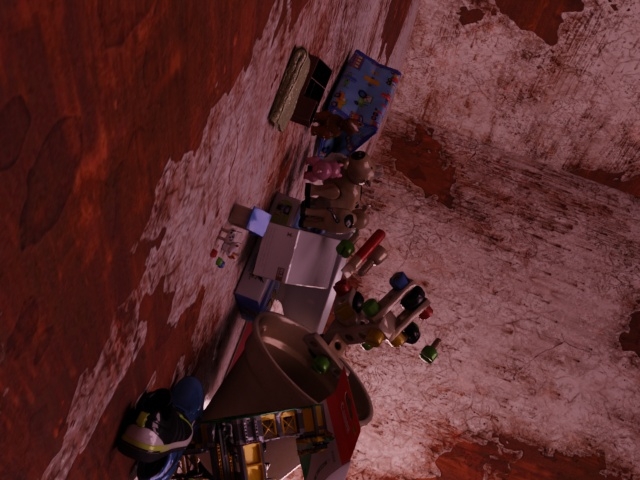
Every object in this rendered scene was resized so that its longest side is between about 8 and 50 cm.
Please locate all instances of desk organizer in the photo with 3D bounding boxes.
[{"bbox_3d":[-0.021,-0.287,1.822,0.047,0.050,0.130,84,26,-79],"label":"desk organizer"}]

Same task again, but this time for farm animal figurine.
[{"bbox_3d":[0.050,-0.113,2.132,0.326,0.172,0.330,96,1,-61],"label":"farm animal figurine"}]

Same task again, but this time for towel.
[{"bbox_3d":[-0.052,-0.270,1.702,0.110,0.027,0.148,21,90,-86],"label":"towel"}]

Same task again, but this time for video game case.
[{"bbox_3d":[-0.113,0.049,2.137,0.269,0.061,0.244,93,19,-74],"label":"video game case"}]

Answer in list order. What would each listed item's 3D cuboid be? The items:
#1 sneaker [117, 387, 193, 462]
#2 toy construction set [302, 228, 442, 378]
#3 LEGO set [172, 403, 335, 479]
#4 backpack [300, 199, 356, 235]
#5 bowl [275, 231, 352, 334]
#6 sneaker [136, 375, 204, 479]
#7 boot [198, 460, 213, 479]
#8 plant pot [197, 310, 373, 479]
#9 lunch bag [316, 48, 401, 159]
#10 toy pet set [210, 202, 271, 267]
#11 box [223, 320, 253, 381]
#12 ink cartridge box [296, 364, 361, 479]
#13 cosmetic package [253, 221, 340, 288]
[{"bbox_3d":[-0.247,0.283,1.511,0.235,0.084,0.097,-10,119,-84],"label":"sneaker"},{"bbox_3d":[0.076,0.158,1.993,0.237,0.258,0.308,-46,137,-34],"label":"toy construction set"},{"bbox_3d":[-0.135,0.421,1.761,0.255,0.331,0.192,2,77,-50],"label":"LEGO set"},{"bbox_3d":[0.000,0.000,2.495,0.117,0.173,0.158,-62,172,-58],"label":"backpack"},{"bbox_3d":[-0.027,0.103,2.344,0.298,0.134,0.297,18,90,-85],"label":"bowl"},{"bbox_3d":[-0.260,0.332,1.659,0.082,0.069,0.209,86,24,-68],"label":"sneaker"},{"bbox_3d":[-0.263,0.553,2.326,0.207,0.094,0.246,97,7,-84],"label":"boot"},{"bbox_3d":[-0.108,0.377,2.076,0.305,0.334,0.334,-48,180,15],"label":"plant pot"},{"bbox_3d":[0.065,-0.301,2.439,0.293,0.138,0.221,-55,-170,55],"label":"lunch bag"},{"bbox_3d":[-0.135,-0.002,1.666,0.122,0.065,0.114,83,28,-80],"label":"toy pet set"},{"bbox_3d":[-0.155,0.318,2.378,0.148,0.127,0.232,62,48,-84],"label":"box"},{"bbox_3d":[0.013,0.376,1.802,0.181,0.056,0.224,-106,-156,-54],"label":"ink cartridge box"},{"bbox_3d":[-0.047,0.033,1.998,0.231,0.086,0.117,17,88,-65],"label":"cosmetic package"}]
